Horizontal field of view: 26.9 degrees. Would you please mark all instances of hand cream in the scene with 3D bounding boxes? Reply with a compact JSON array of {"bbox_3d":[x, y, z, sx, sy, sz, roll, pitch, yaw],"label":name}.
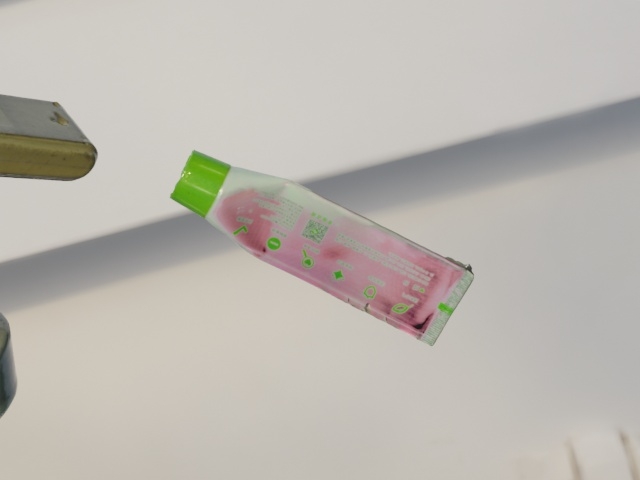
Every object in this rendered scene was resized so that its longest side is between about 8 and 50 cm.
[{"bbox_3d":[0.000,0.000,1.193,0.079,0.275,0.050,-56,10,49],"label":"hand cream"}]

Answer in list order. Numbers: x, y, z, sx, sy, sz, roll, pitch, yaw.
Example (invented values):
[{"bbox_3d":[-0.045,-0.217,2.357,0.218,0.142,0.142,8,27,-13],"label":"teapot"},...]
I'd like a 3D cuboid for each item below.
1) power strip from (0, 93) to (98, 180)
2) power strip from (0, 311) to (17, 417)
[{"bbox_3d":[-0.376,-0.102,1.238,0.387,0.066,0.092,3,-145,-50],"label":"power strip"},{"bbox_3d":[-0.299,0.052,0.632,0.193,0.265,0.059,-43,-28,-41],"label":"power strip"}]
